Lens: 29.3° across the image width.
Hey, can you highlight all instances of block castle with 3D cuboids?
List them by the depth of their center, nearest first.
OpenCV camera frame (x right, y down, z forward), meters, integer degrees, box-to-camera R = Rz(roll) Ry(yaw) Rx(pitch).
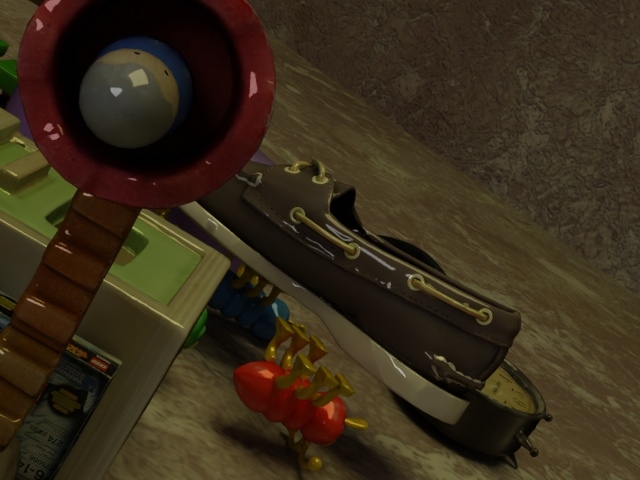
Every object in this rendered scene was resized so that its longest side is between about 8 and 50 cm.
[{"bbox_3d":[-0.265,-0.065,0.435,0.453,0.303,0.213,30,8,-7],"label":"block castle"}]

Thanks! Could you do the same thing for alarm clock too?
[{"bbox_3d":[0.115,0.122,1.080,0.192,0.064,0.129,39,18,9],"label":"alarm clock"}]

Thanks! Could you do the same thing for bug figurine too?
[{"bbox_3d":[-0.078,0.053,0.893,0.216,0.072,0.279,34,7,-20],"label":"bug figurine"}]

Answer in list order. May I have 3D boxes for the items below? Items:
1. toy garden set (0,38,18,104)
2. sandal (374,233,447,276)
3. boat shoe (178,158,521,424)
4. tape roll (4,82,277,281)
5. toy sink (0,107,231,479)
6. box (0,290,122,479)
[{"bbox_3d":[-0.386,-0.191,1.151,0.244,0.049,0.204,33,12,0],"label":"toy garden set"},{"bbox_3d":[0.010,0.021,1.178,0.254,0.097,0.054,27,8,28],"label":"sandal"},{"bbox_3d":[0.000,0.000,0.913,0.324,0.096,0.116,39,6,16],"label":"boat shoe"},{"bbox_3d":[-0.157,-0.069,1.121,0.275,0.090,0.275,30,14,-9],"label":"tape roll"},{"bbox_3d":[-0.185,0.015,0.675,0.234,0.131,0.153,31,13,-2],"label":"toy sink"},{"bbox_3d":[-0.178,0.065,0.590,0.137,0.094,0.027,30,14,-3],"label":"box"}]
